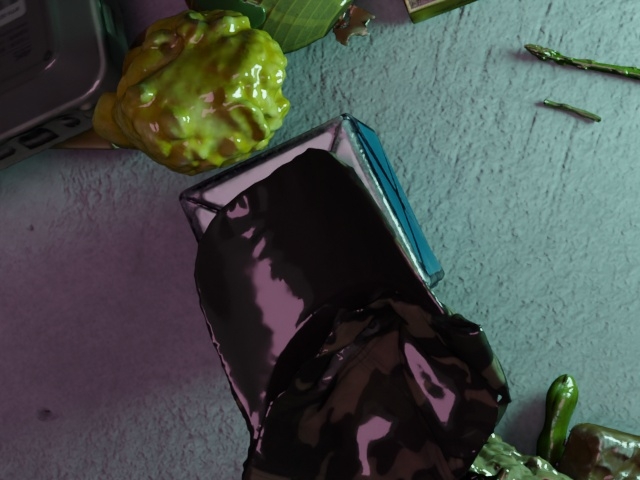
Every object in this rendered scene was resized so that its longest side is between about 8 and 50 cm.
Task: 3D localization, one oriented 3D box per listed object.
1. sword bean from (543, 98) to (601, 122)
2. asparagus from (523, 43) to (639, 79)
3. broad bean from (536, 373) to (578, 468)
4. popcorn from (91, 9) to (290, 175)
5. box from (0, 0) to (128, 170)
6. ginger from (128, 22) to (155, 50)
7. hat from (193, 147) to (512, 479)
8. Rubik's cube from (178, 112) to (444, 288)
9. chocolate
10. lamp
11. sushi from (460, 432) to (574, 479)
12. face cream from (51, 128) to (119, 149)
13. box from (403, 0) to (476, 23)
[{"bbox_3d":[0.350,-0.181,1.520,0.083,0.012,0.012,20,94,12],"label":"sword bean"},{"bbox_3d":[0.393,-0.238,1.507,0.233,0.022,0.023,15,137,9],"label":"asparagus"},{"bbox_3d":[0.320,0.307,1.503,0.053,0.052,0.256,4,93,0],"label":"broad bean"},{"bbox_3d":[-0.159,-0.176,1.384,0.266,0.192,0.233,-11,51,23],"label":"popcorn"},{"bbox_3d":[-0.473,-0.291,1.567,0.396,0.111,0.396,-23,66,17],"label":"box"},{"bbox_3d":[-0.256,-0.225,1.612,0.095,0.069,0.190,-2,90,8],"label":"ginger"},{"bbox_3d":[0.036,0.102,1.286,0.366,0.257,0.381,-30,55,26],"label":"hat"},{"bbox_3d":[0.000,0.000,1.470,0.255,0.259,0.260,-24,89,11],"label":"Rubik's cube"},{"bbox_3d":[0.379,0.357,1.449,0.148,0.093,0.214,15,91,-12],"label":"chocolate"},{"bbox_3d":[-0.048,-0.359,1.488,0.284,0.250,0.250,34,96,3],"label":"lamp"},{"bbox_3d":[0.172,0.318,1.416,0.350,0.211,0.170,19,103,50],"label":"sushi"},{"bbox_3d":[-0.403,-0.203,1.609,0.285,0.067,0.139,3,83,28],"label":"face cream"},{"bbox_3d":[0.161,-0.444,1.529,0.159,0.071,0.240,-20,85,7],"label":"box"}]
